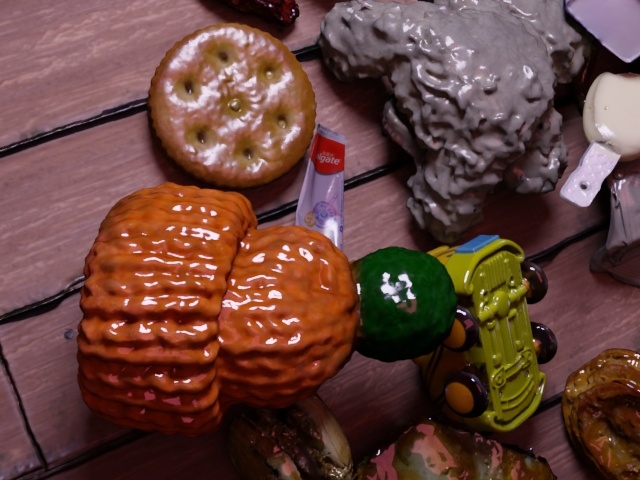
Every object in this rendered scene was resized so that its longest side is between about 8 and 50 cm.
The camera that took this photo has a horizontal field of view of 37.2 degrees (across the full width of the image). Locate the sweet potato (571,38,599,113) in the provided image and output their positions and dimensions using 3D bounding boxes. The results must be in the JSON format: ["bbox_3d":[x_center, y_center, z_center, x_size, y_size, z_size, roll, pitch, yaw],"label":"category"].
[{"bbox_3d":[0.387,-0.251,1.393,0.041,0.038,0.153,1,82,6],"label":"sweet potato"}]

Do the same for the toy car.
[{"bbox_3d":[0.190,0.118,1.210,0.200,0.142,0.247,-19,104,-46],"label":"toy car"}]

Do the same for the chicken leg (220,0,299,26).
[{"bbox_3d":[-0.119,-0.345,1.249,0.205,0.053,0.093,27,51,-18],"label":"chicken leg"}]

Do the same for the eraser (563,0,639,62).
[{"bbox_3d":[0.409,-0.378,1.324,0.130,0.086,0.287,37,40,-18],"label":"eraser"}]

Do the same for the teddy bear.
[{"bbox_3d":[0.227,-0.226,1.280,0.367,0.224,0.357,-32,90,-34],"label":"teddy bear"}]

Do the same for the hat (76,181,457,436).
[{"bbox_3d":[-0.060,0.102,1.055,0.400,0.285,0.285,15,77,-4],"label":"hat"}]

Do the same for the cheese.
[{"bbox_3d":[0.382,-0.134,1.252,0.127,0.050,0.255,34,59,13],"label":"cheese"}]

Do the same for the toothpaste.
[{"bbox_3d":[0.000,0.000,1.227,0.075,0.048,0.301,10,79,-33],"label":"toothpaste"}]

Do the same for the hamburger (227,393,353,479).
[{"bbox_3d":[-0.023,0.259,1.123,0.131,0.159,0.185,-23,65,-22],"label":"hamburger"}]

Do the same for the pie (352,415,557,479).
[{"bbox_3d":[0.160,0.379,1.189,0.355,0.103,0.288,19,76,-17],"label":"pie"}]

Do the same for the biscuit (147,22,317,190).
[{"bbox_3d":[-0.113,-0.169,1.214,0.220,0.066,0.220,2,84,-16],"label":"biscuit"}]

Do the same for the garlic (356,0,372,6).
[{"bbox_3d":[0.020,-0.421,1.241,0.266,0.128,0.148,41,107,28],"label":"garlic"}]

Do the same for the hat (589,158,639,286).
[{"bbox_3d":[0.496,-0.043,1.347,0.245,0.149,0.214,15,77,-3],"label":"hat"}]

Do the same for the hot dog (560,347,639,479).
[{"bbox_3d":[0.448,0.265,1.264,0.259,0.175,0.114,39,37,-6],"label":"hot dog"}]
